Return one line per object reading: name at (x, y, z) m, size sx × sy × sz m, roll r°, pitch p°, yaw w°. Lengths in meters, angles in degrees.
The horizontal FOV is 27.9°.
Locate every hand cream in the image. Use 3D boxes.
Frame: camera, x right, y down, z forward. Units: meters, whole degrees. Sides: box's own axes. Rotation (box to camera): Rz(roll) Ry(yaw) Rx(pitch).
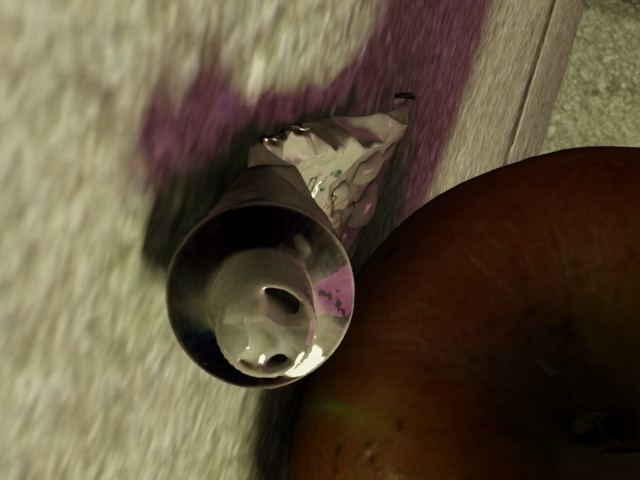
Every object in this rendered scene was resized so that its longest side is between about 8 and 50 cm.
hand cream at (-0.004, -0.001, 0.431) m, size 0.257 × 0.050 × 0.084 m, roll -55°, pitch 162°, yaw -75°

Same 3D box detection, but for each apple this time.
apple at (0.147, 0.132, 0.632) m, size 0.305 × 0.338 × 0.338 m, roll 69°, pitch 38°, yaw -54°
